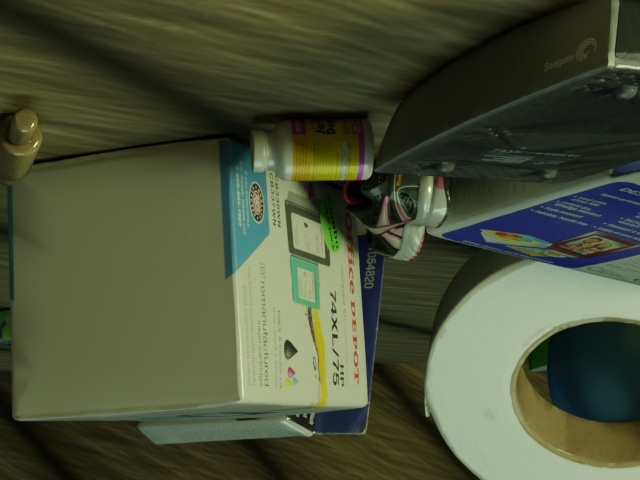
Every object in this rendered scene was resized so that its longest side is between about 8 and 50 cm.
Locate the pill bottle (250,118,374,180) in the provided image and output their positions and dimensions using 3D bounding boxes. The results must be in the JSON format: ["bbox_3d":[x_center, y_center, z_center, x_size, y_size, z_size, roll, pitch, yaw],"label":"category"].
[{"bbox_3d":[-0.006,-0.063,0.930,0.083,0.043,0.043,-2,171,-8],"label":"pill bottle"}]

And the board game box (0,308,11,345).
[{"bbox_3d":[-0.340,0.123,1.971,0.317,0.046,0.213,-9,168,36],"label":"board game box"}]

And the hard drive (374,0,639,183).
[{"bbox_3d":[0.157,-0.084,0.813,0.172,0.054,0.254,2,170,-25],"label":"hard drive"}]

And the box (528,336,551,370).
[{"bbox_3d":[0.430,0.118,1.895,0.231,0.127,0.262,-3,170,-3],"label":"box"}]

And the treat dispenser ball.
[{"bbox_3d":[0.418,0.154,1.613,0.288,0.288,0.288,-2,171,0],"label":"treat dispenser ball"}]

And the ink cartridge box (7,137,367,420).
[{"bbox_3d":[-0.100,0.046,1.102,0.197,0.198,0.270,-7,171,21],"label":"ink cartridge box"}]

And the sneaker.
[{"bbox_3d":[0.054,-0.035,1.098,0.077,0.072,0.178,11,161,-6],"label":"sneaker"}]

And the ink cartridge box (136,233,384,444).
[{"bbox_3d":[-0.055,0.085,1.290,0.224,0.223,0.045,-6,147,21],"label":"ink cartridge box"}]

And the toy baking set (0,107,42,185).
[{"bbox_3d":[-0.292,-0.064,0.912,0.196,0.030,0.256,3,169,-12],"label":"toy baking set"}]

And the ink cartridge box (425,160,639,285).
[{"bbox_3d":[0.292,-0.025,1.064,0.303,0.072,0.307,14,163,-27],"label":"ink cartridge box"}]

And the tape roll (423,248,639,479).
[{"bbox_3d":[0.304,0.143,1.407,0.392,0.392,0.072,-5,-146,17],"label":"tape roll"}]
